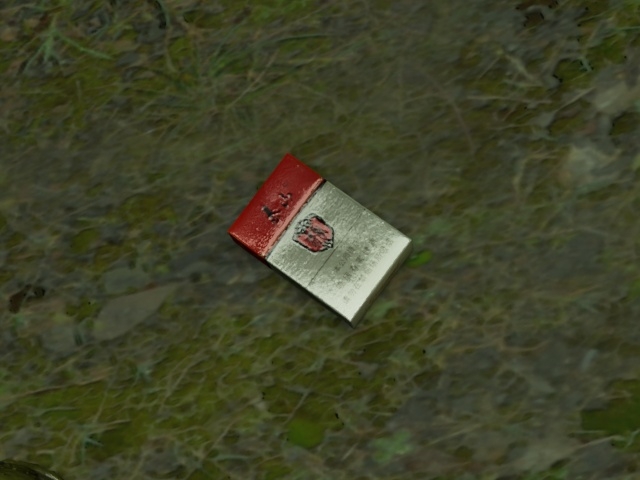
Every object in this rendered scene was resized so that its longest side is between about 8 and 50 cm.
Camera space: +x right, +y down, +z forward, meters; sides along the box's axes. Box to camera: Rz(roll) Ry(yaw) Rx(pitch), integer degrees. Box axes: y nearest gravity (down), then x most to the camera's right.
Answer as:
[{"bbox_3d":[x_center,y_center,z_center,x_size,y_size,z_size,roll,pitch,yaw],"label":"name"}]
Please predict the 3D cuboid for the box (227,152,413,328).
[{"bbox_3d":[0.000,0.000,1.504,0.152,0.048,0.100,36,80,11],"label":"box"}]

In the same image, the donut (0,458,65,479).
[{"bbox_3d":[-0.310,0.328,1.419,0.272,0.107,0.272,-2,73,5],"label":"donut"}]
